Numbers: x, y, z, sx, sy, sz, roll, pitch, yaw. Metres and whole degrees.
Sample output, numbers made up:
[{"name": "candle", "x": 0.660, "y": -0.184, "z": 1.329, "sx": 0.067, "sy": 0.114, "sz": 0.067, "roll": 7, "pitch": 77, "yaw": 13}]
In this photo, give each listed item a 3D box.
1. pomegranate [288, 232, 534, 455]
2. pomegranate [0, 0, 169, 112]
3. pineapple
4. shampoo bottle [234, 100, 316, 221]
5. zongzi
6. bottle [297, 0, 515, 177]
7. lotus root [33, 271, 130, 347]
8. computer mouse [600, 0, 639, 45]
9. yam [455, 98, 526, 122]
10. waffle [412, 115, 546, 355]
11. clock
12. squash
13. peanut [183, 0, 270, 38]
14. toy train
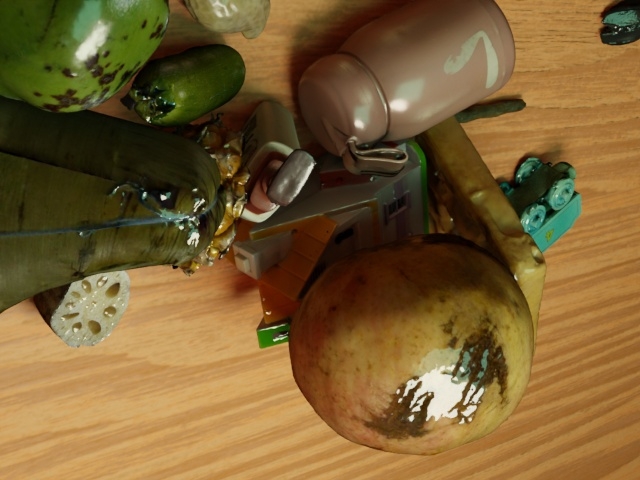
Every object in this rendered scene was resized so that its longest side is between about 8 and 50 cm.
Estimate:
[{"name": "pomegranate", "x": 0.118, "y": 0.132, "z": 1.348, "sx": 0.322, "sy": 0.322, "sz": 0.322, "roll": -21, "pitch": 127, "yaw": -31}, {"name": "pomegranate", "x": -0.270, "y": -0.249, "z": 1.071, "sx": 0.254, "sy": 0.254, "sz": 0.270, "roll": -49, "pitch": 151, "yaw": -7}, {"name": "pineapple", "x": -0.168, "y": -0.060, "z": 1.296, "sx": 0.076, "sy": 0.225, "sz": 0.225, "roll": 13, "pitch": 106, "yaw": -37}, {"name": "shampoo bottle", "x": -0.065, "y": -0.090, "z": 1.316, "sx": 0.071, "sy": 0.284, "sz": 0.153, "roll": 31, "pitch": 95, "yaw": -19}, {"name": "zongzi", "x": -0.291, "y": 0.021, "z": 1.202, "sx": 0.322, "sy": 0.160, "sz": 0.361, "roll": 17, "pitch": 118, "yaw": -1}, {"name": "bottle", "x": 0.122, "y": -0.218, "z": 1.454, "sx": 0.296, "sy": 0.206, "sz": 0.173, "roll": -29, "pitch": 167, "yaw": -24}, {"name": "lotus root", "x": -0.305, "y": 0.069, "z": 1.342, "sx": 0.112, "sy": 0.081, "sz": 0.122, "roll": 25, "pitch": 97, "yaw": -48}, {"name": "computer mouse", "x": 0.543, "y": -0.382, "z": 1.833, "sx": 0.135, "sy": 0.047, "sz": 0.079, "roll": -20, "pitch": 126, "yaw": -29}, {"name": "yam", "x": 0.246, "y": -0.206, "z": 1.698, "sx": 0.234, "sy": 0.029, "sz": 0.027, "roll": -12, "pitch": 95, "yaw": -34}, {"name": "waffle", "x": 0.239, "y": 0.018, "z": 1.584, "sx": 0.077, "sy": 0.304, "sz": 0.348, "roll": -24, "pitch": 149, "yaw": -7}, {"name": "clock", "x": 0.000, "y": 0.000, "z": 1.510, "sx": 0.309, "sy": 0.166, "sz": 0.235, "roll": -33, "pitch": 133, "yaw": -32}, {"name": "squash", "x": -0.160, "y": -0.178, "z": 1.214, "sx": 0.331, "sy": 0.087, "sz": 0.087, "roll": -56, "pitch": 164, "yaw": -71}, {"name": "peanut", "x": -0.131, "y": -0.322, "z": 1.254, "sx": 0.104, "sy": 0.085, "sz": 0.228, "roll": -54, "pitch": 139, "yaw": -16}, {"name": "toy train", "x": 0.373, "y": -0.050, "z": 1.847, "sx": 0.198, "sy": 0.107, "sz": 0.154, "roll": -40, "pitch": 142, "yaw": -16}]
